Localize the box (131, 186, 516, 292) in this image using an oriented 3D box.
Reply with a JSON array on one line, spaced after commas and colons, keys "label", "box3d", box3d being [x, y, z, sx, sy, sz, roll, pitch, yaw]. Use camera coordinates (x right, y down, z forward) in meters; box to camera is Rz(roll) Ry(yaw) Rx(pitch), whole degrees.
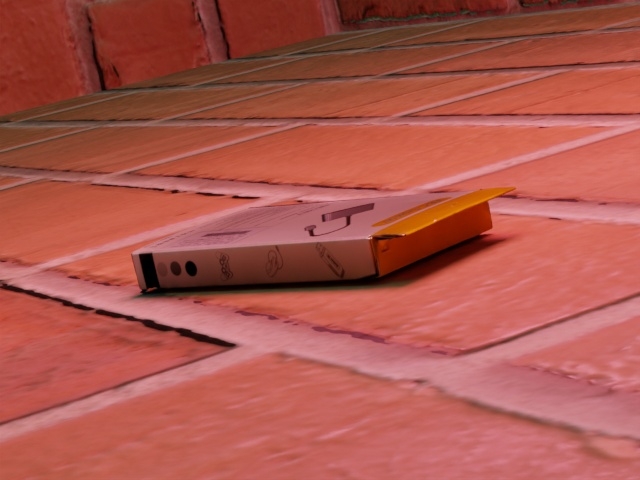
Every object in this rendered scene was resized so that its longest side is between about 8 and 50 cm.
[{"label": "box", "box3d": [0.000, 0.000, 1.228, 0.247, 0.033, 0.129, -3, 12, 43]}]
